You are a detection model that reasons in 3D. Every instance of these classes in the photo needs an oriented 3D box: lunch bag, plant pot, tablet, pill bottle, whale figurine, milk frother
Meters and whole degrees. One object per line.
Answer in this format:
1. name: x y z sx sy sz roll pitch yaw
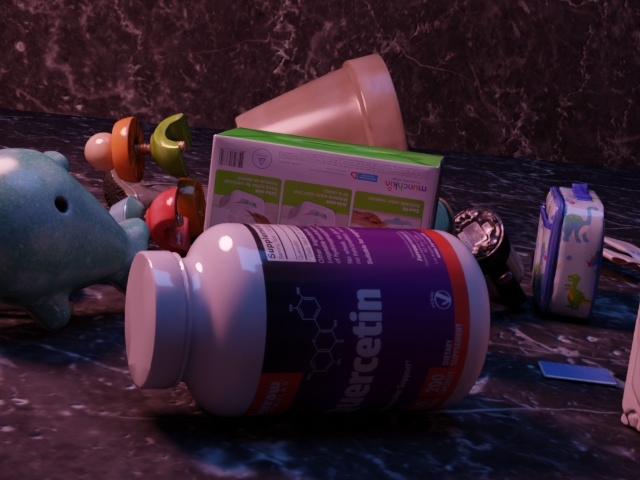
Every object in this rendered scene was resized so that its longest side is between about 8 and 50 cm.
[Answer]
1. lunch bag: 0.361 0.010 1.541 0.090 0.176 0.219 9 13 8
2. plant pot: -0.003 -0.159 1.937 0.280 0.323 0.323 -11 14 -6
3. tablet: 0.298 0.155 1.229 0.083 0.006 0.054 6 12 2
4. pill bottle: -0.014 0.076 1.008 0.323 0.181 0.181 1 13 -23
5. whale figurine: -0.286 -0.008 1.186 0.141 0.216 0.272 -24 -28 39
6. milk frother: 0.212 0.046 1.506 0.143 0.129 0.135 -19 -33 15

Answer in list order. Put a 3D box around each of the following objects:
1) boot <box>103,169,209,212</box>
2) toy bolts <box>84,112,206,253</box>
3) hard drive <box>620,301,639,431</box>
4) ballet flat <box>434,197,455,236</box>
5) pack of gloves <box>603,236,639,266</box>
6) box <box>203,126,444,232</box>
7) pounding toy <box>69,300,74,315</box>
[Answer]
1. boot: -0.271 -0.087 1.899 0.208 0.076 0.189 -8 32 -28
2. toy bolts: -0.277 -0.054 1.624 0.158 0.218 0.228 -6 44 5
3. hard drive: 0.403 0.051 0.969 0.064 0.339 0.237 0 14 -31
4. ballet flat: 0.010 0.016 1.428 0.348 0.123 0.123 -13 14 -4
5. pack of gloves: 0.532 0.036 1.892 0.195 0.046 0.232 15 11 -21
6. box: 0.000 0.000 1.251 0.262 0.231 0.127 8 12 9
7. pounding toy: -0.405 0.025 1.295 0.183 0.110 0.237 13 37 -28
